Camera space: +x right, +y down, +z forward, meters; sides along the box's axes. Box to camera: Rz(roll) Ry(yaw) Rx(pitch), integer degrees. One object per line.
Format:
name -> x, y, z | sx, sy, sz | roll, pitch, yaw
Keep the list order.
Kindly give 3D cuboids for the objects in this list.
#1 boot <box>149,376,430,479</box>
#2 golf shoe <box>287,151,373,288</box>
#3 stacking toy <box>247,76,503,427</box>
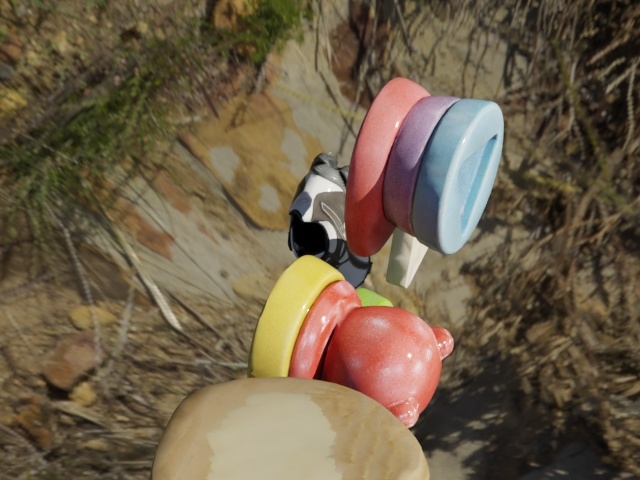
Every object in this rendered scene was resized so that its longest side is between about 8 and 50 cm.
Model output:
boot -> 0.000, 0.191, 0.401 | 0.104, 0.295, 0.211 | -5, 110, -11
golf shoe -> 0.000, 0.000, 1.209 | 0.077, 0.198, 0.094 | 24, 57, 28
stacking toy -> 0.083, 0.041, 0.977 | 0.130, 0.279, 0.309 | 19, 70, 21
